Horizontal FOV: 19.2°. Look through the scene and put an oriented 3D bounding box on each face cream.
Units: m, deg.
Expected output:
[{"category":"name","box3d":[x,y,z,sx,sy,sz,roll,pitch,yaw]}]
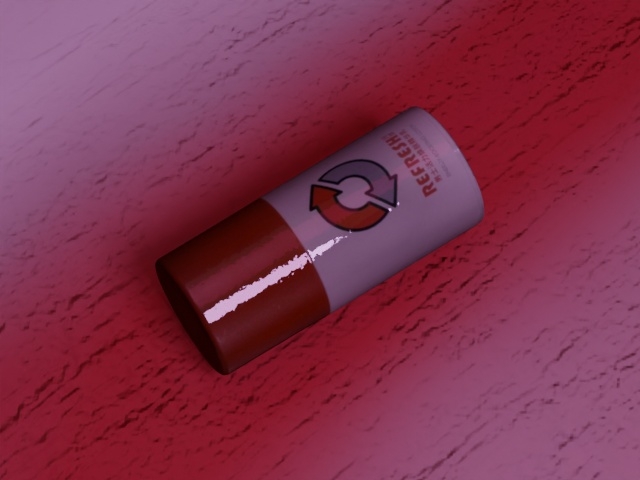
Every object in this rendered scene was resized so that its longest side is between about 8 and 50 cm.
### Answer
[{"category":"face cream","box3d":[0.000,0.000,1.307,0.214,0.096,0.096,-31,62,-13]}]
